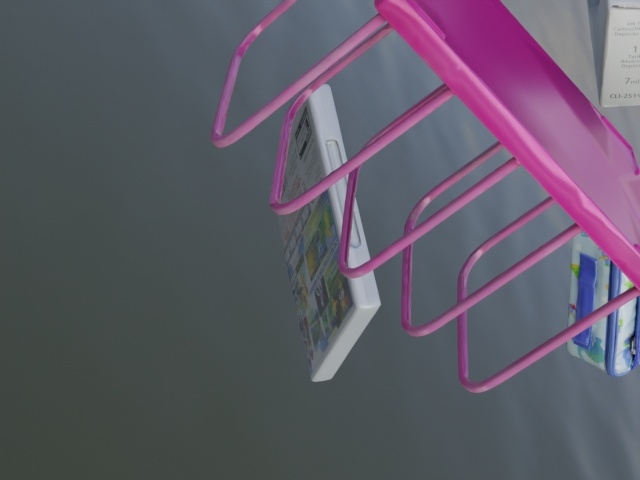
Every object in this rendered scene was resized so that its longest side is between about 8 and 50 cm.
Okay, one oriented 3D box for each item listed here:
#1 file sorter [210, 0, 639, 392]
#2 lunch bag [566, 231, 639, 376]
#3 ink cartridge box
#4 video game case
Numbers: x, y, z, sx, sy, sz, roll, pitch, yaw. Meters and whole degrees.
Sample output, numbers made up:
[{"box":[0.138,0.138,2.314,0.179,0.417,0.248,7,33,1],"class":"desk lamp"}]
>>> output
[{"box":[0.083,-0.063,0.996,0.290,0.182,0.202,44,25,-21],"class":"file sorter"},{"box":[0.362,0.039,1.594,0.176,0.219,0.090,-28,39,-34],"class":"lunch bag"},{"box":[0.294,-0.322,1.316,0.261,0.066,0.296,82,8,-53],"class":"ink cartridge box"},{"box":[0.000,0.000,1.812,0.329,0.036,0.300,116,-36,-66],"class":"video game case"}]
